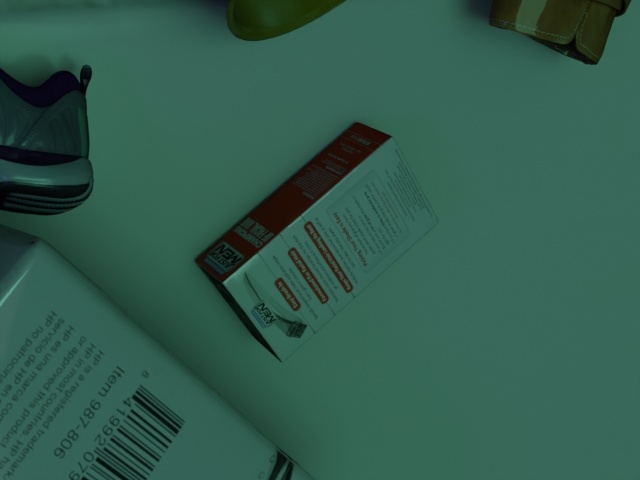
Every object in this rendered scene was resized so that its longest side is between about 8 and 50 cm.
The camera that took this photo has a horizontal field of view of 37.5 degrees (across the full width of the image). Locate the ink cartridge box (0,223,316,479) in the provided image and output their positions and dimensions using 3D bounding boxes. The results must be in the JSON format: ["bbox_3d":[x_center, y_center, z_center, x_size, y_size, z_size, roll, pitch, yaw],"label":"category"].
[{"bbox_3d":[-0.163,0.216,0.600,0.285,0.166,0.395,-54,127,-19],"label":"ink cartridge box"}]

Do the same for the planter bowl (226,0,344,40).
[{"bbox_3d":[0.003,-0.230,0.582,0.217,0.217,0.090,-37,85,-14],"label":"planter bowl"}]

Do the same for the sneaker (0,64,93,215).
[{"bbox_3d":[-0.243,-0.076,0.546,0.223,0.083,0.098,8,75,-30],"label":"sneaker"}]

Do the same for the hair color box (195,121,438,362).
[{"bbox_3d":[0.000,0.000,0.719,0.167,0.053,0.093,-41,125,-13],"label":"hair color box"}]

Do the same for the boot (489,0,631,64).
[{"bbox_3d":[0.162,-0.266,0.697,0.283,0.109,0.220,13,105,-41],"label":"boot"}]
